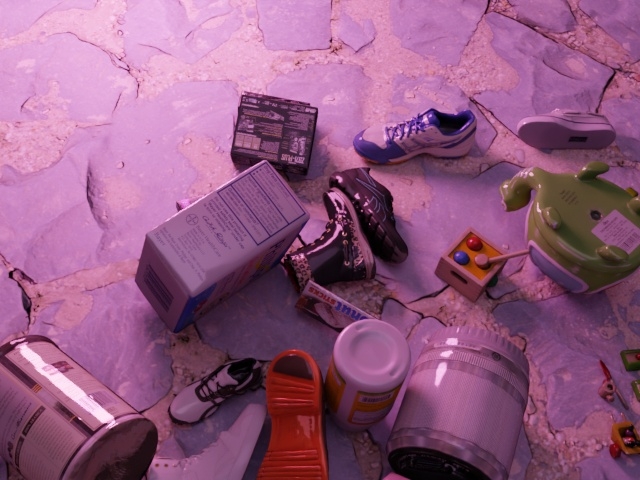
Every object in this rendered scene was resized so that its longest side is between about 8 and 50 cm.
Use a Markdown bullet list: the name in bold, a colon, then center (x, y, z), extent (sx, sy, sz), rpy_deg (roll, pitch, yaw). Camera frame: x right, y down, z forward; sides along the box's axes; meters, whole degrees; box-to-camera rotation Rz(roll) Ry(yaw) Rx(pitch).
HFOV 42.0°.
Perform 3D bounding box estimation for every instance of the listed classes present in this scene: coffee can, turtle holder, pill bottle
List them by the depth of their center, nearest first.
- **coffee can**: center (-0.444, 0.315, 1.418), extent (0.275, 0.202, 0.201), rpy_deg (30, 57, 28)
- **pill bottle**: center (0.078, 0.259, 1.527), extent (0.136, 0.246, 0.136), rpy_deg (4, 56, -5)
- **turtle holder**: center (0.530, -0.016, 1.780), extent (0.320, 0.227, 0.243), rpy_deg (17, 57, 5)

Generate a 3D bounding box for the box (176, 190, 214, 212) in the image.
- **box**: center (-0.222, -0.057, 1.832), extent (0.162, 0.029, 0.116), rpy_deg (-17, 61, -19)

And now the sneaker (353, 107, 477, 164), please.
- **sneaker**: center (0.224, -0.262, 1.966), extent (0.296, 0.131, 0.112), rpy_deg (-7, 59, -10)

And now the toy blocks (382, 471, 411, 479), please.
- **toy blocks**: center (0.080, 0.578, 1.364), extent (0.260, 0.309, 0.288), rpy_deg (3, 35, 35)

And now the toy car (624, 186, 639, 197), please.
- **toy car**: center (0.750, -0.078, 1.871), extent (0.155, 0.188, 0.149), rpy_deg (41, 61, 19)

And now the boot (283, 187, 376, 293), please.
- **boot**: center (0.000, 0.000, 1.789), extent (0.178, 0.085, 0.236), rpy_deg (-16, 61, -14)

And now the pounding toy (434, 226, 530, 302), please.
- **pounding toy**: center (0.347, 0.046, 1.791), extent (0.141, 0.100, 0.130), rpy_deg (37, 60, 17)

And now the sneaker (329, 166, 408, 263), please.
- **sneaker**: center (0.126, -0.067, 1.841), extent (0.106, 0.101, 0.267), rpy_deg (-23, 62, -23)

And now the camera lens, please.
- **camera lens**: center (0.255, 0.323, 1.522), extent (0.219, 0.219, 0.274), rpy_deg (21, 57, 7)

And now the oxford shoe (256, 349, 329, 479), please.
- **oxford shoe**: center (-0.035, 0.387, 1.504), extent (0.129, 0.133, 0.364), rpy_deg (2, 76, 13)

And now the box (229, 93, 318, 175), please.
- **box**: center (-0.105, -0.241, 1.909), extent (0.180, 0.077, 0.147), rpy_deg (9, 81, 0)

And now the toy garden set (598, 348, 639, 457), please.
- **toy garden set**: center (0.657, 0.326, 1.673), extent (0.203, 0.049, 0.244), rpy_deg (-4, 57, -10)

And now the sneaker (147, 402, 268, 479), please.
- **sneaker**: center (-0.215, 0.394, 1.484), extent (0.169, 0.108, 0.293), rpy_deg (23, 58, 5)

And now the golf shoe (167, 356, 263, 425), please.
- **golf shoe**: center (-0.201, 0.274, 1.575), extent (0.198, 0.094, 0.077), rpy_deg (-29, 65, -22)

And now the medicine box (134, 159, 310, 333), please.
- **medicine box**: center (-0.198, 0.017, 1.629), extent (0.289, 0.263, 0.149), rpy_deg (-34, 82, -25)

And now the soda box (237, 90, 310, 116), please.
- **soda box**: center (-0.112, -0.308, 1.995), extent (0.168, 0.060, 0.053), rpy_deg (10, 60, 0)

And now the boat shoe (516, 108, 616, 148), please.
- **boat shoe**: center (0.599, -0.281, 2.058), extent (0.258, 0.095, 0.084), rpy_deg (6, 51, -16)

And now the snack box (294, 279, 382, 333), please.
- **snack box**: center (0.039, 0.152, 1.697), extent (0.178, 0.022, 0.064), rpy_deg (29, 92, 3)
